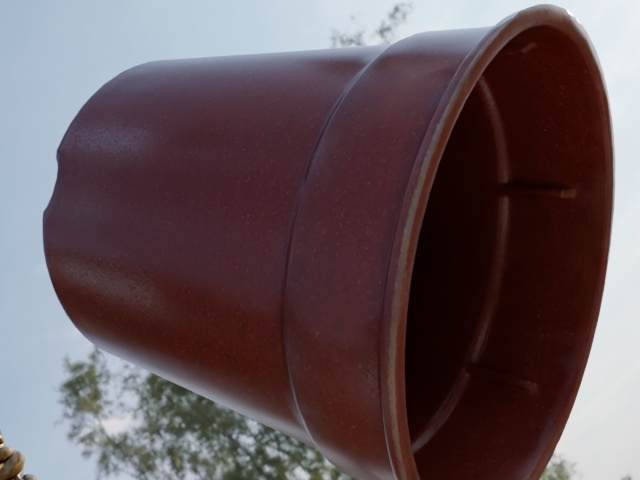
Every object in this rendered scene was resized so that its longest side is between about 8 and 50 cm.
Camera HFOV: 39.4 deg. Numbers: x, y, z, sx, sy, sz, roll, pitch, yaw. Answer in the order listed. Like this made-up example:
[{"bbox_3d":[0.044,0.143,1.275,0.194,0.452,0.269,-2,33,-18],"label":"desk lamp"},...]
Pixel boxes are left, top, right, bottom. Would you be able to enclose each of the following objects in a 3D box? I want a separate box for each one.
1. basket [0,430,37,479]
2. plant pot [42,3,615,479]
[{"bbox_3d":[-0.328,0.209,0.541,0.299,0.223,0.213,-30,-25,-29],"label":"basket"},{"bbox_3d":[0.000,0.000,0.530,0.272,0.265,0.272,-20,-65,-52],"label":"plant pot"}]
